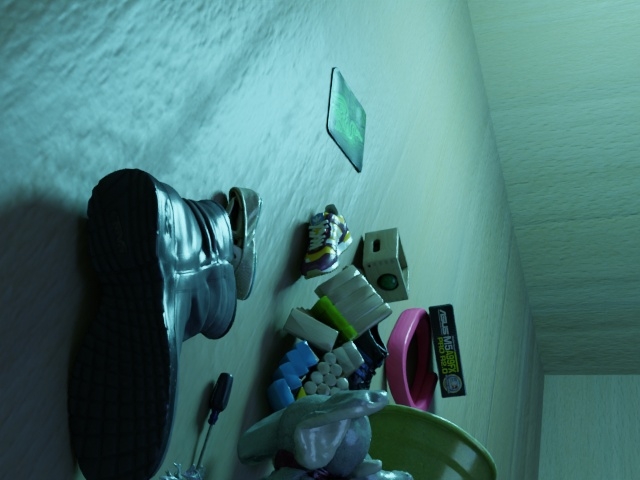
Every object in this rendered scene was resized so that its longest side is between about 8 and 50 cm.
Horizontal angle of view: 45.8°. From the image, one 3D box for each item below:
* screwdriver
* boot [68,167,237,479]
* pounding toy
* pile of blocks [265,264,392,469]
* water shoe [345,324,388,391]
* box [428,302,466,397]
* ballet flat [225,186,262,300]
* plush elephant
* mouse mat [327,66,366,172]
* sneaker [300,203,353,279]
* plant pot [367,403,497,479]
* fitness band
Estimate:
[{"bbox_3d":[-0.147,0.248,0.972,0.024,0.025,0.169,58,44,-49],"label":"screwdriver"},{"bbox_3d":[-0.160,0.099,0.849,0.223,0.118,0.337,30,62,-68],"label":"boot"},{"bbox_3d":[0.118,0.056,1.541,0.141,0.100,0.130,-80,156,-54],"label":"pounding toy"},{"bbox_3d":[-0.017,0.204,1.199,0.362,0.149,0.112,-61,-176,-38],"label":"pile of blocks"},{"bbox_3d":[0.086,0.224,1.426,0.073,0.080,0.203,19,69,-64],"label":"water shoe"},{"bbox_3d":[0.314,0.271,1.873,0.270,0.060,0.216,41,40,-77],"label":"box"},{"bbox_3d":[-0.118,0.002,1.051,0.052,0.057,0.168,22,58,-34],"label":"ballet flat"},{"bbox_3d":[-0.004,0.307,0.915,0.330,0.272,0.255,47,68,-10],"label":"plush elephant"},{"bbox_3d":[0.057,-0.242,1.543,0.190,0.007,0.152,43,47,-56],"label":"mouse mat"},{"bbox_3d":[0.000,0.000,1.301,0.185,0.070,0.083,-57,128,-64],"label":"sneaker"},{"bbox_3d":[0.137,0.470,1.321,0.253,0.276,0.276,-59,139,-36],"label":"plant pot"},{"bbox_3d":[0.213,0.281,1.758,0.291,0.054,0.208,-52,130,-59],"label":"fitness band"}]
